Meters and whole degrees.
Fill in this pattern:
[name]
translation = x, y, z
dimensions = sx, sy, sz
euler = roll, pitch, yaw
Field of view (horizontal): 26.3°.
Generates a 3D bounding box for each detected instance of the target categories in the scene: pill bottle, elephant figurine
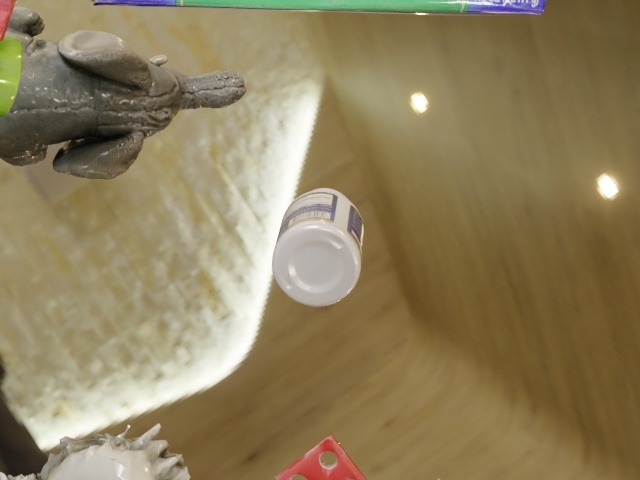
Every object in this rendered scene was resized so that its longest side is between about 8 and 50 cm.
[pill bottle]
translation = 0.000, 0.000, 1.487
dimensions = 0.094, 0.094, 0.169
euler = 59, 13, -15
[elephant figurine]
translation = -0.215, -0.141, 1.318
dimensions = 0.239, 0.186, 0.169
euler = 8, -30, 11

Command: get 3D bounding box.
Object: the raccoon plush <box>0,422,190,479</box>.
[raccoon plush]
translation = -0.227, 0.141, 0.721
dimensions = 0.446, 0.299, 0.216
euler = 53, -11, 43

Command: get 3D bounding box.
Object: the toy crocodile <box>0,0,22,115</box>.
[toy crocodile]
translation = -0.265, -0.196, 1.034
dimensions = 0.105, 0.115, 0.341
euler = 33, -69, 58

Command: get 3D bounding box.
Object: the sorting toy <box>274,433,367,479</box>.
[sorting toy]
translation = -0.054, 0.243, 0.857
dimensions = 0.132, 0.274, 0.046
euler = 55, 0, -4

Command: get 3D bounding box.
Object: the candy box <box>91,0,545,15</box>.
[candy box]
translation = -0.001, -0.292, 0.789
dimensions = 0.122, 0.268, 0.317
euler = -145, -125, -74

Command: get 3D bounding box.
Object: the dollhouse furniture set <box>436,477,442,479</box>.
[dollhouse furniture set]
translation = 0.112, 0.296, 1.295
dimensions = 0.286, 0.303, 0.198
euler = 38, -42, 13
